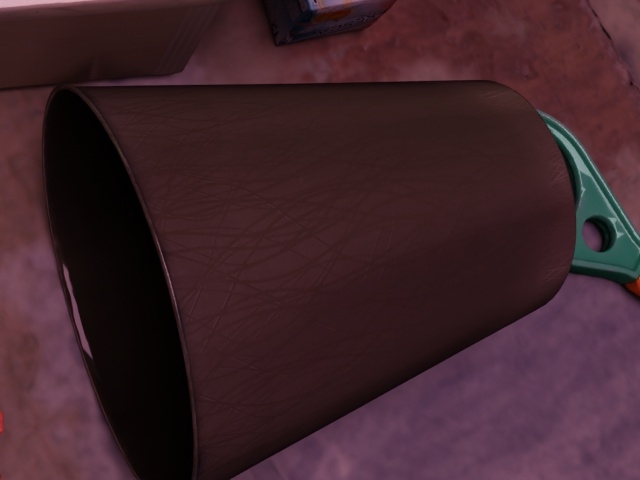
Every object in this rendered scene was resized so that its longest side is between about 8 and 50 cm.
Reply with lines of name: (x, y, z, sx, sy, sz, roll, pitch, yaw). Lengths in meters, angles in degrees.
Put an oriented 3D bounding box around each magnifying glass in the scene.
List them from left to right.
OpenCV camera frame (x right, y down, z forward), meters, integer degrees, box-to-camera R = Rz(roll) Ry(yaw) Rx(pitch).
magnifying glass: (0.171, 0.002, 0.802, 0.231, 0.026, 0.092, 35, 68, -11)

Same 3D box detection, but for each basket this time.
basket: (0.000, 0.000, 0.673, 0.226, 0.154, 0.204, -16, 86, -27)

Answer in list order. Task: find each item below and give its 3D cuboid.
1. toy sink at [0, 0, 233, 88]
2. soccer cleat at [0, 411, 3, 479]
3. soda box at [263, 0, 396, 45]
toy sink: (-0.122, -0.167, 0.671, 0.234, 0.131, 0.153, -9, 82, -18)
soccer cleat: (-0.186, 0.161, 0.610, 0.076, 0.068, 0.196, 3, 70, -15)
soda box: (-0.015, -0.207, 0.759, 0.063, 0.058, 0.183, -14, 83, -23)
